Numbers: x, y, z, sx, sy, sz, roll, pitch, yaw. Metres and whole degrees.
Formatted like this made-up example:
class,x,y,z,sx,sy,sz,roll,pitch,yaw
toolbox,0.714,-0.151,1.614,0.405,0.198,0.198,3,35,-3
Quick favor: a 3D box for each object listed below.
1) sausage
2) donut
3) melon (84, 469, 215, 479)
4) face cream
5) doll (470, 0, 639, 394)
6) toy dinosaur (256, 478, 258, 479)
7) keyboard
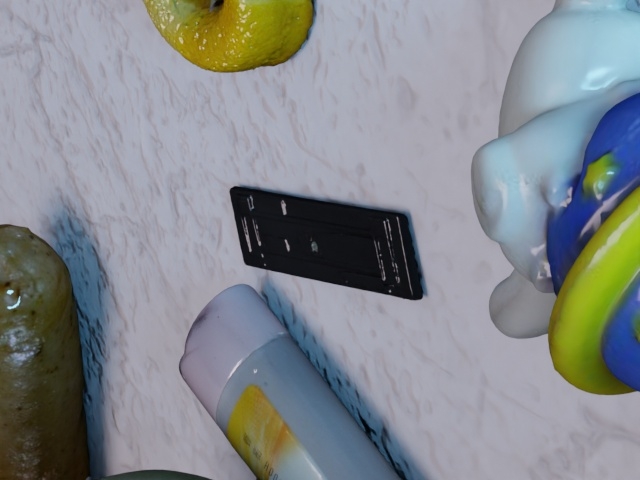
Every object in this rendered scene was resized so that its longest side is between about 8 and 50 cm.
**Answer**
class,x,y,z,sx,sy,sz,roll,pitch,yaw
sausage,-0.273,0.192,1.739,0.136,0.123,0.501,-96,7,-53
donut,-0.069,-0.177,1.265,0.152,0.058,0.152,32,134,40
melon,-0.106,0.304,1.355,0.330,0.268,0.268,59,150,37
face cream,-0.003,0.158,1.363,0.269,0.073,0.107,51,137,27
doll,0.141,-0.003,0.957,0.243,0.159,0.311,51,149,23
toy dinosaur,-0.086,0.337,1.582,0.329,0.076,0.144,107,170,-48
keyboard,0.000,0.000,1.312,0.204,0.013,0.061,11,118,54
